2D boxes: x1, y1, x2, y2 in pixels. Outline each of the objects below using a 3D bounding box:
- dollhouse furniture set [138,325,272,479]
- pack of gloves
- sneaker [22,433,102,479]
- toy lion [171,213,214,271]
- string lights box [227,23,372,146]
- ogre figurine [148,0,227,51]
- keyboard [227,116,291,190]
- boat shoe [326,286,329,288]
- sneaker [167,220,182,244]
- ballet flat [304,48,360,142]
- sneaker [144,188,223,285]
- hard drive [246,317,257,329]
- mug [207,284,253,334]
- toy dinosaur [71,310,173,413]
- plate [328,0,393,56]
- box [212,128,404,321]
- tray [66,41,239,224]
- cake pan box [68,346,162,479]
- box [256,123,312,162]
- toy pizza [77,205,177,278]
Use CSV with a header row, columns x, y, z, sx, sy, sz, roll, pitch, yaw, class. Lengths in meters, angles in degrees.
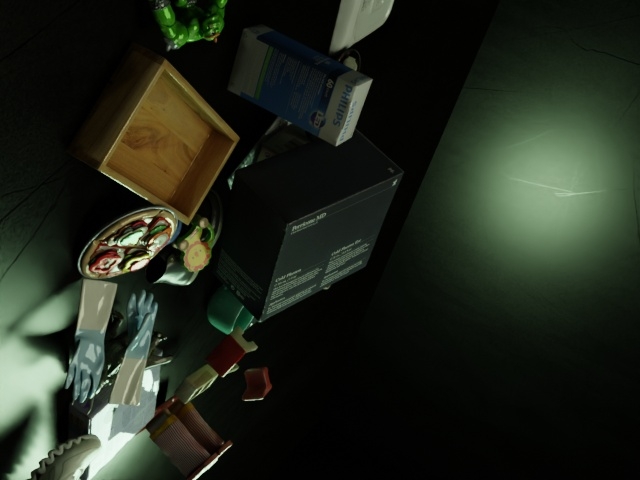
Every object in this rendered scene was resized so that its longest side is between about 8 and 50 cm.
x,y,z,sx,sy,sz,roll,pitch,yaw,class
-0.277,0.422,2.202,0.374,0.201,0.152,-48,172,24,dollhouse furniture set
-0.383,0.199,1.664,0.195,0.046,0.232,16,81,-55,pack of gloves
-0.545,0.511,1.759,0.292,0.118,0.110,-41,155,-29,sneaker
-0.253,0.011,1.798,0.100,0.034,0.096,-52,134,-19,toy lion
-0.044,-0.305,1.711,0.077,0.260,0.133,-38,153,-56,string lights box
-0.204,-0.376,1.399,0.197,0.097,0.118,-65,157,-59,ogre figurine
-0.137,-0.214,2.046,0.256,0.014,0.072,-55,164,-24,keyboard
0.030,-0.010,2.442,0.116,0.097,0.324,-38,153,-59,boat shoe
-0.321,-0.020,1.725,0.144,0.053,0.059,-46,157,-47,sneaker
0.031,-0.355,2.082,0.096,0.095,0.280,-49,-161,55,ballet flat
-0.282,-0.004,1.826,0.118,0.083,0.222,-1,114,-64,sneaker
-0.141,0.106,2.516,0.339,0.064,0.237,-32,148,-59,hard drive
-0.227,0.160,2.269,0.157,0.097,0.129,-65,164,12,mug
-0.416,0.243,1.823,0.160,0.121,0.313,-51,169,5,toy dinosaur
0.128,-0.604,2.147,0.278,0.045,0.277,-44,158,-46,plate
-0.031,-0.040,1.923,0.343,0.179,0.312,-25,150,-37,box
-0.279,-0.172,1.550,0.202,0.076,0.411,-60,164,-4,tray
-0.462,0.386,1.974,0.246,0.070,0.267,-43,157,-43,cake pan box
-0.086,-0.136,2.098,0.148,0.127,0.232,-45,164,-51,box
-0.345,0.012,1.596,0.201,0.032,0.201,-31,159,-13,toy pizza
